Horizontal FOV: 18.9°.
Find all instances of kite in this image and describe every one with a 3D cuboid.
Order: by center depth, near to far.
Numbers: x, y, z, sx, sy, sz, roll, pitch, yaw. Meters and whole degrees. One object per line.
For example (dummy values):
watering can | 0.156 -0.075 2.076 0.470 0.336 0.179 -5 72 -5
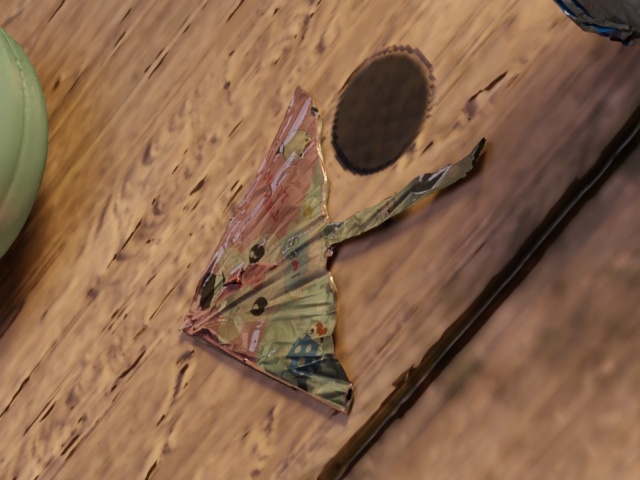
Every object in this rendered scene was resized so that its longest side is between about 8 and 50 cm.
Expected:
kite | 0.000 0.000 0.690 0.156 0.011 0.139 -29 55 35

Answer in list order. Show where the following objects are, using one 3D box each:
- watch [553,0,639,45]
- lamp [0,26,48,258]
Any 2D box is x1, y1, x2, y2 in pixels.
watch | 0.162 -0.138 0.504 0.276 0.068 0.274 53 134 5
lamp | -0.243 -0.030 0.852 0.284 0.147 0.209 -14 67 42
